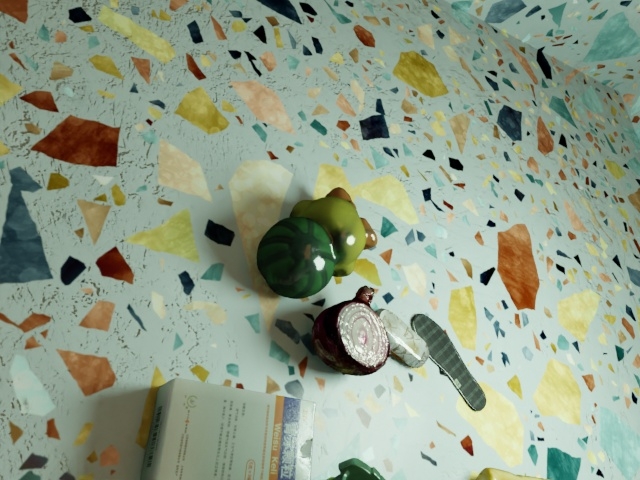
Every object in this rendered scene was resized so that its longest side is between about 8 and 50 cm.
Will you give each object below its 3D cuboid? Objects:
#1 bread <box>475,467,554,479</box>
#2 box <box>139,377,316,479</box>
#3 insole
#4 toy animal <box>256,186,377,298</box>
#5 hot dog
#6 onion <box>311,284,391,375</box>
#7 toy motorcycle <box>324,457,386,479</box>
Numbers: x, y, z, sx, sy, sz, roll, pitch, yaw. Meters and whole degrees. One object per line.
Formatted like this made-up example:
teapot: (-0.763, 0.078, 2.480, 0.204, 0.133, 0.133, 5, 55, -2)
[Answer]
bread: (0.506, 0.655, 1.327, 0.305, 0.091, 0.142, 22, 36, -23)
box: (-0.165, 0.387, 1.000, 0.300, 0.106, 0.200, 18, 59, -25)
insole: (0.350, 0.328, 1.447, 0.110, 0.012, 0.309, -31, 85, -42)
toy animal: (0.001, 0.000, 1.262, 0.338, 0.191, 0.216, -35, 88, -40)
hot dog: (0.204, 0.252, 1.362, 0.192, 0.053, 0.099, 40, 51, -14)
onion: (0.071, 0.201, 1.240, 0.195, 0.140, 0.218, 30, 53, -23)
toy motorcycle: (0.127, 0.585, 1.000, 0.326, 0.200, 0.191, 46, 12, -5)
